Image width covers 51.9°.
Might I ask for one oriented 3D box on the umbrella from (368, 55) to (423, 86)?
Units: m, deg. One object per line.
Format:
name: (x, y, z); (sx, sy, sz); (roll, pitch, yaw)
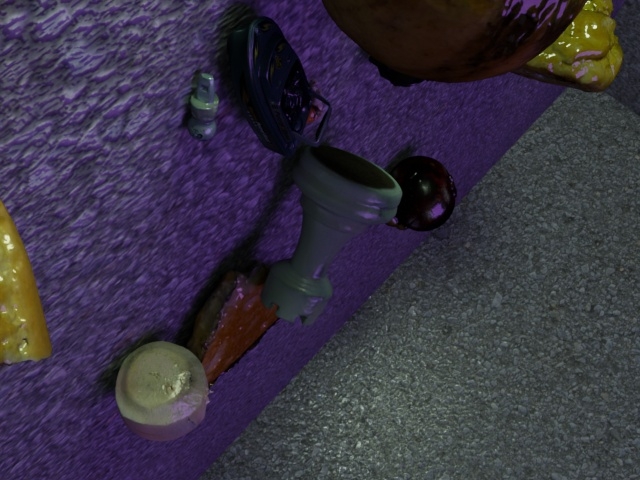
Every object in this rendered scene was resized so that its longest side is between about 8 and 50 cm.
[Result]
umbrella: (0.151, -0.357, 0.935); (0.118, 0.118, 0.340); (-41, 163, -29)

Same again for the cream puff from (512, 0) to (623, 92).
cream puff: (0.514, -0.470, 1.419); (0.325, 0.291, 0.257); (2, 107, -48)

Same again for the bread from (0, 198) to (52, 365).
bread: (-0.351, 0.044, 0.591); (0.160, 0.169, 0.140); (-10, -177, 27)

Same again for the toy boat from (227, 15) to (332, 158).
toy boat: (-0.052, -0.185, 0.794); (0.246, 0.103, 0.092); (63, 45, -69)

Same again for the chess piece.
chess piece: (0.000, 0.000, 1.165); (0.195, 0.195, 0.299); (-21, 141, -61)

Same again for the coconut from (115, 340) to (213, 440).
coconut: (-0.275, 0.273, 1.170); (0.171, 0.171, 0.182); (-43, 160, -24)

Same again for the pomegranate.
pomegranate: (0.131, -0.310, 0.616); (0.322, 0.322, 0.322); (-45, 165, -15)

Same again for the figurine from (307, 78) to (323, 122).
figurine: (-0.016, -0.201, 0.942); (0.047, 0.064, 0.109); (-22, 175, -9)

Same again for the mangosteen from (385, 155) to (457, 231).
mangosteen: (0.247, -0.118, 1.687); (0.210, 0.210, 0.210); (-45, 165, -15)

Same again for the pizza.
pizza: (-0.198, 0.201, 1.384); (0.391, 0.080, 0.435); (-52, 164, 2)

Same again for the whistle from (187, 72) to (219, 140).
whistle: (-0.135, -0.151, 0.760); (0.035, 0.035, 0.100); (-39, 161, -35)
